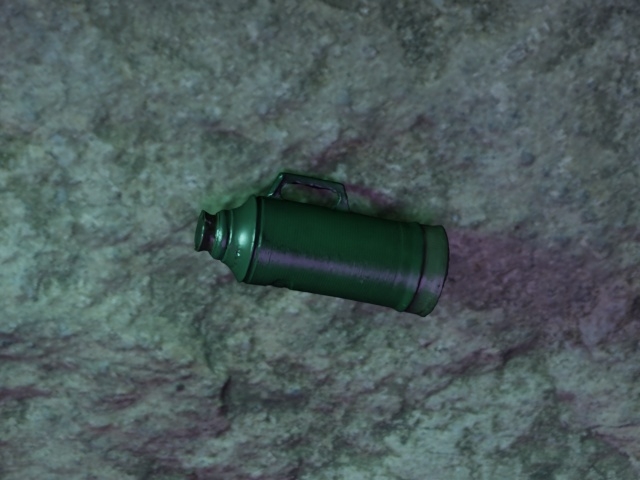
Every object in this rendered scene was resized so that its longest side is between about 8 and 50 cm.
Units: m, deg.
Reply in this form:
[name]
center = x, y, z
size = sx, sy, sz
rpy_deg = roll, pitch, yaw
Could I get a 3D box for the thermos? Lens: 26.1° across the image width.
[thermos]
center = 0.000, 0.005, 1.052
size = 0.188, 0.073, 0.083
rpy_deg = 10, 124, -13
